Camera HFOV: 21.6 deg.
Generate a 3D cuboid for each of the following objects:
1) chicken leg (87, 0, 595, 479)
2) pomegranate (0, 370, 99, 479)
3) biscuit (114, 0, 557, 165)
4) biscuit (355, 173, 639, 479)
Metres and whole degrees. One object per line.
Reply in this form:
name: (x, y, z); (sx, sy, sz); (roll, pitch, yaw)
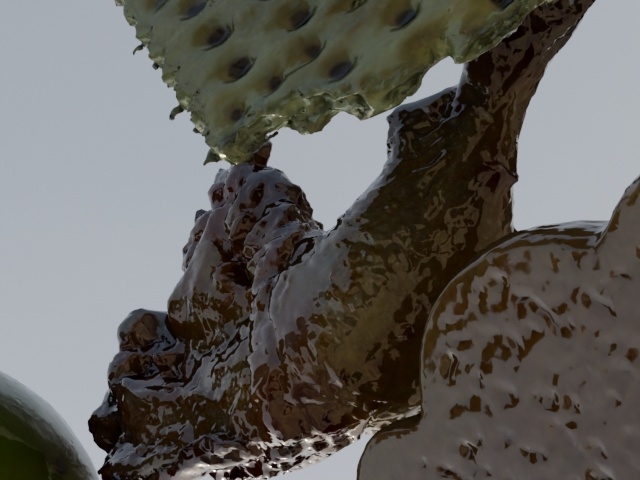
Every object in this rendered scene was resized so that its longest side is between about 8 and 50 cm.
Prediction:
chicken leg: (0.002, 0.010, 0.700); (0.083, 0.322, 0.177); (20, -124, -33)
pomegranate: (-0.245, 0.158, 0.851); (0.236, 0.302, 0.236); (-3, -86, -43)
biscuit: (-0.010, -0.105, 0.612); (0.144, 0.203, 0.016); (-38, -43, 7)
biscuit: (0.111, 0.064, 0.546); (0.047, 0.183, 0.320); (-20, -39, -45)
